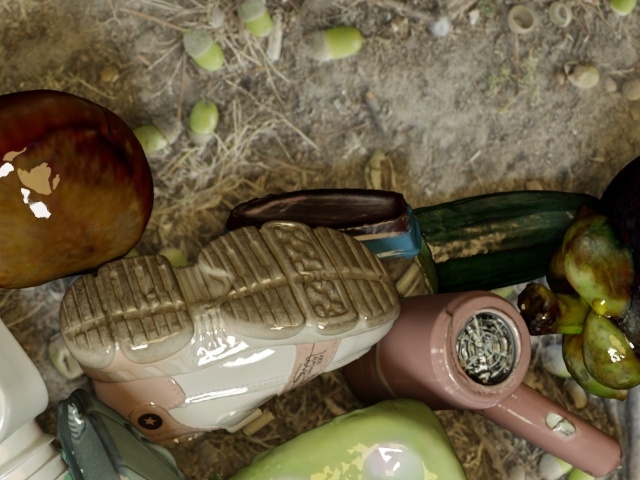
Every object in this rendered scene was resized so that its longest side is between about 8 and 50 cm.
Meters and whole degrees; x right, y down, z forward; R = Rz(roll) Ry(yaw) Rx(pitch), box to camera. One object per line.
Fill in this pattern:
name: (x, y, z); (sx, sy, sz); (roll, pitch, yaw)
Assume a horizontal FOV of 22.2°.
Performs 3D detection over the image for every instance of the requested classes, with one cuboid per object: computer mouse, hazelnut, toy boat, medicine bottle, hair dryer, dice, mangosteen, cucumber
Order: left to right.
medicine bottle: (-0.390, 0.136, 1.659); (0.179, 0.124, 0.324); (-34, 93, 30)
hazelnut: (-0.287, -0.062, 1.696); (0.229, 0.229, 0.230); (1, 83, -12)
computer mouse: (-0.165, 0.295, 1.628); (0.121, 0.188, 0.371); (-26, 121, -14)
toy boat: (0.000, 0.000, 1.802); (0.223, 0.100, 0.097); (-3, 126, 3)
dice: (0.041, 0.319, 1.664); (0.249, 0.252, 0.254); (-21, 74, -4)
cucumber: (0.222, -0.008, 1.863); (0.243, 0.063, 0.115); (-14, 87, -15)
hair dryer: (0.214, 0.170, 1.779); (0.352, 0.210, 0.125); (29, 72, -22)
mangosteen: (0.408, 0.047, 1.768); (0.330, 0.330, 0.330); (1, 83, -12)

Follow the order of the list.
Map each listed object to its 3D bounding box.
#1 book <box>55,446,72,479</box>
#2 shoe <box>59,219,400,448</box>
book: (-0.242, 0.278, 1.750); (0.135, 0.017, 0.103); (14, 81, -10)
shoe: (-0.091, 0.107, 1.718); (0.350, 0.198, 0.172); (-7, 41, -5)
